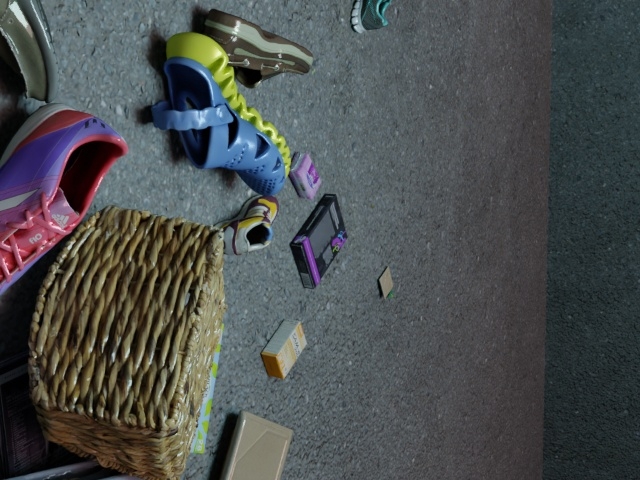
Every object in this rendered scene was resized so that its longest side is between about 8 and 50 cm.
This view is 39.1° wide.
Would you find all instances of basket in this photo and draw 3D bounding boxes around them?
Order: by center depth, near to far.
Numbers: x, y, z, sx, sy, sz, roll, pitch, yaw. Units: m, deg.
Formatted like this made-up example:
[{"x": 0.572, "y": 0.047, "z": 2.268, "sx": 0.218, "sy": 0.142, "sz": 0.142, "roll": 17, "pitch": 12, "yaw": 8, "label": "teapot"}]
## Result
[{"x": -0.252, "y": 0.136, "z": 1.176, "sx": 0.223, "sy": 0.213, "sz": 0.299, "roll": 99, "pitch": 1, "yaw": -58, "label": "basket"}]

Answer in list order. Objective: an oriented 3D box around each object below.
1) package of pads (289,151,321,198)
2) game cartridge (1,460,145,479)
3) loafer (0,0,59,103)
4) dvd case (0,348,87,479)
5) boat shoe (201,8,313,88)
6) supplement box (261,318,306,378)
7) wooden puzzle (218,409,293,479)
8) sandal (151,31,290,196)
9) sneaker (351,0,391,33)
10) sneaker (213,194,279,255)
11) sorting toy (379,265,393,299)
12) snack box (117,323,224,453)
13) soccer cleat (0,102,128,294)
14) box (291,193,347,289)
[{"x": -0.030, "y": -0.122, "z": 1.692, "sx": 0.050, "sy": 0.032, "sz": 0.083, "roll": -64, "pitch": 147, "yaw": -28, "label": "package of pads"}, {"x": -0.330, "y": 0.379, "z": 1.165, "sx": 0.297, "sy": 0.062, "sz": 0.198, "roll": 4, "pitch": 119, "yaw": -57, "label": "game cartridge"}, {"x": -0.360, "y": -0.263, "z": 1.010, "sx": 0.094, "sy": 0.087, "sz": 0.251, "roll": -119, "pitch": -165, "yaw": -48, "label": "loafer"}, {"x": -0.357, "y": 0.240, "z": 1.193, "sx": 0.164, "sy": 0.018, "sz": 0.221, "roll": -26, "pitch": 120, "yaw": -57, "label": "dvd case"}, {"x": -0.108, "y": -0.295, "z": 1.461, "sx": 0.257, "sy": 0.095, "sz": 0.095, "roll": 9, "pitch": 103, "yaw": -56, "label": "boat shoe"}, {"x": -0.068, "y": 0.203, "z": 1.699, "sx": 0.098, "sy": 0.036, "sz": 0.062, "roll": -55, "pitch": 142, "yaw": -41, "label": "supplement box"}, {"x": -0.132, "y": 0.434, "z": 1.640, "sx": 0.239, "sy": 0.044, "sz": 0.221, "roll": 46, "pitch": 57, "yaw": -61, "label": "wooden puzzle"}, {"x": -0.158, "y": -0.161, "z": 1.368, "sx": 0.317, "sy": 0.126, "sz": 0.138, "roll": 50, "pitch": 57, "yaw": -44, "label": "sandal"}, {"x": 0.112, "y": -0.500, "z": 1.814, "sx": 0.065, "sy": 0.076, "sz": 0.166, "roll": -6, "pitch": 102, "yaw": -62, "label": "sneaker"}, {"x": -0.105, "y": -0.022, "z": 1.523, "sx": 0.185, "sy": 0.084, "sz": 0.069, "roll": -43, "pitch": 133, "yaw": -49, "label": "sneaker"}, {"x": 0.155, "y": 0.110, "z": 2.113, "sx": 0.062, "sy": 0.012, "sz": 0.083, "roll": -56, "pitch": 139, "yaw": -47, "label": "sorting toy"}, {"x": -0.231, "y": 0.209, "z": 1.351, "sx": 0.174, "sy": 0.070, "sz": 0.207, "roll": 31, "pitch": 65, "yaw": -60, "label": "snack box"}, {"x": -0.343, "y": -0.016, "z": 1.024, "sx": 0.318, "sy": 0.116, "sz": 0.108, "roll": -59, "pitch": 148, "yaw": -18, "label": "soccer cleat"}, {"x": 0.000, "y": 0.000, "z": 1.783, "sx": 0.162, "sy": 0.029, "sz": 0.116, "roll": -55, "pitch": 142, "yaw": -39, "label": "box"}]
